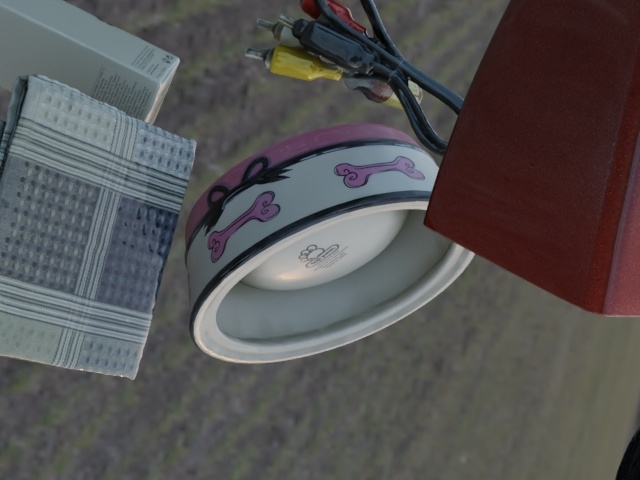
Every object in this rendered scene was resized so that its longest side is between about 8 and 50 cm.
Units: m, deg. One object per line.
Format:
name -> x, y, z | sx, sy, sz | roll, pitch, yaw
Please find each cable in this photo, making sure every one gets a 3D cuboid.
cable -> 0.064, -0.202, 1.885 | 0.139, 0.287, 0.072 | -60, 180, -8

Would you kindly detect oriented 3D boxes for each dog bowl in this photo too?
dog bowl -> 0.000, 0.000, 2.222 | 0.408, 0.408, 0.150 | 73, -4, -65

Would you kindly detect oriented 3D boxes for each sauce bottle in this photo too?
sauce bottle -> 0.077, -0.190, 2.074 | 0.128, 0.042, 0.042 | 13, 87, -52

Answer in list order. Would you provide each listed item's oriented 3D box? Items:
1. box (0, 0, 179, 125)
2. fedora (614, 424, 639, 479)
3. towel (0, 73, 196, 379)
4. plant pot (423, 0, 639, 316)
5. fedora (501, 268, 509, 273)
box -> -0.324, -0.227, 2.071 | 0.113, 0.275, 0.094 | -61, -178, 30
fedora -> 0.447, 0.264, 1.624 | 0.152, 0.334, 0.334 | 52, 43, -35
towel -> -0.282, -0.010, 1.905 | 0.324, 0.056, 0.312 | 22, 81, -56
plant pot -> 0.262, -0.091, 1.242 | 0.267, 0.267, 0.235 | -149, -117, -63
fedora -> 0.236, -0.053, 1.670 | 0.124, 0.244, 0.275 | -32, -152, 58
